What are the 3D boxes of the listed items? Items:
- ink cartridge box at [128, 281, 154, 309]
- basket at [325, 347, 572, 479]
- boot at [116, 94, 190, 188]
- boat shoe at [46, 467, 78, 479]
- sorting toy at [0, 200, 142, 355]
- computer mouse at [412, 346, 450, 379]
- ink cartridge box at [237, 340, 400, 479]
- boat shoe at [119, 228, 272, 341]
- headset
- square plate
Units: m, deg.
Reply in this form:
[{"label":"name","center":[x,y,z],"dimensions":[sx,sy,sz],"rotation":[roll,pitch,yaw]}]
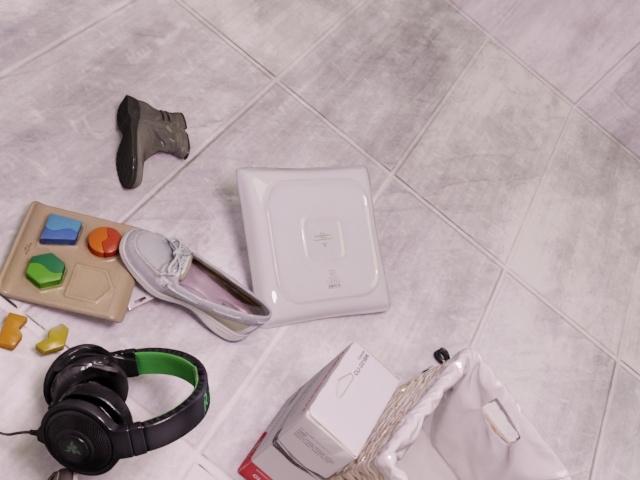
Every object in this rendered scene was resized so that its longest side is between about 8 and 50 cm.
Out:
[{"label":"ink cartridge box","center":[-0.375,0.082,1.521],"dimensions":[0.063,0.029,0.115],"rotation":[-26,74,-40]},{"label":"basket","center":[0.218,0.435,1.441],"dimensions":[0.328,0.266,0.331],"rotation":[52,49,-2]},{"label":"boot","center":[-0.354,-0.207,1.730],"dimensions":[0.161,0.083,0.246],"rotation":[15,51,-32]},{"label":"boat shoe","center":[-0.441,0.467,1.118],"dimensions":[0.095,0.112,0.335],"rotation":[29,49,-19]},{"label":"sorting toy","center":[-0.456,0.070,1.439],"dimensions":[0.229,0.041,0.307],"rotation":[17,51,-11]},{"label":"computer mouse","center":[0.246,0.314,1.760],"dimensions":[0.193,0.042,0.106],"rotation":[-20,74,-48]},{"label":"ink cartridge box","center":[-0.004,0.328,1.408],"dimensions":[0.114,0.273,0.197],"rotation":[40,44,0]},{"label":"boat shoe","center":[-0.238,0.076,1.529],"dimensions":[0.320,0.103,0.118],"rotation":[41,41,-18]},{"label":"headset","center":[-0.375,0.240,1.245],"dimensions":[0.394,0.185,0.243],"rotation":[-11,23,-12]},{"label":"square plate","center":[0.000,0.000,1.732],"dimensions":[0.347,0.049,0.344],"rotation":[-5,82,-32]}]
